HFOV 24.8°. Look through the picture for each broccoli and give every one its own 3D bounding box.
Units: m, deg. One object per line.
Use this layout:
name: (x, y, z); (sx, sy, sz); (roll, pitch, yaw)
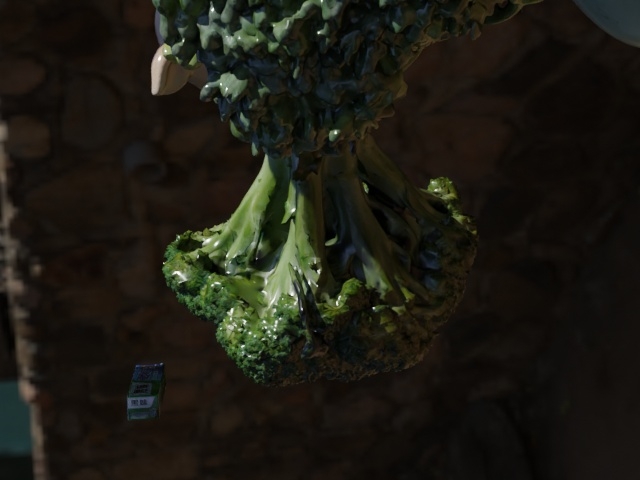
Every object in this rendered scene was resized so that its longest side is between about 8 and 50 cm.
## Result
broccoli: (0.019, -0.199, 0.817); (0.248, 0.288, 0.245); (55, -177, 0)
broccoli: (0.000, 0.000, 1.511); (0.304, 0.321, 0.283); (18, 129, 31)

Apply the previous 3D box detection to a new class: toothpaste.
toothpaste: (-0.108, 0.094, 0.912); (0.083, 0.020, 0.017); (-113, 21, -81)

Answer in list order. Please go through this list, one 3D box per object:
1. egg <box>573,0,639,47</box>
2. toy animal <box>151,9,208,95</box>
egg: (0.268, -0.293, 1.243); (0.183, 0.183, 0.264); (155, 99, -80)
toy animal: (-0.075, -0.222, 1.642); (0.154, 0.250, 0.166); (-52, 38, 31)
